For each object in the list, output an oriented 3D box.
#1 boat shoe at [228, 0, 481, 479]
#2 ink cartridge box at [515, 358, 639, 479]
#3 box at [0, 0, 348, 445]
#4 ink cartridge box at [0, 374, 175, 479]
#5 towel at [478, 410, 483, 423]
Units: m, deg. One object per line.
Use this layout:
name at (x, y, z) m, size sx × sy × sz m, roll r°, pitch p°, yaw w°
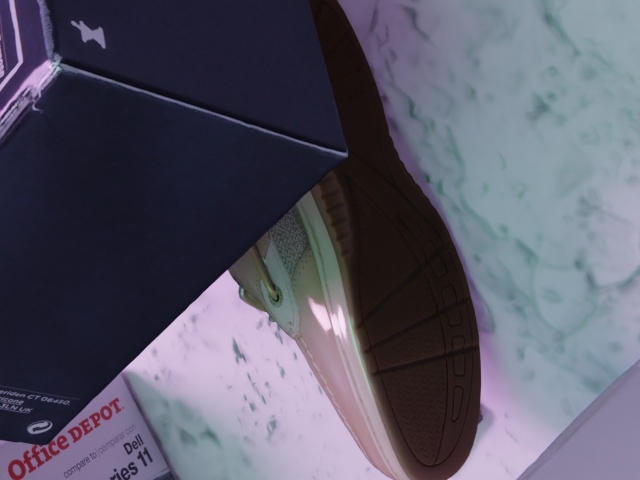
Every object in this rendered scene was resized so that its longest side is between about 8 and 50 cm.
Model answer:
boat shoe at (0.000, 0.000, 1.120) m, size 0.098 × 0.109 × 0.302 m, roll -21°, pitch 91°, yaw 42°
ink cartridge box at (0.190, 0.242, 1.035) m, size 0.198 × 0.197 × 0.270 m, roll 25°, pitch 121°, yaw 22°
box at (-0.160, -0.094, 1.055) m, size 0.294 × 0.182 × 0.296 m, roll -43°, pitch 46°, yaw 37°
ink cartridge box at (-0.154, 0.209, 1.268) m, size 0.087 × 0.153 × 0.208 m, roll -24°, pitch 96°, yaw 36°
towel at (0.054, 0.099, 1.181) m, size 0.083 × 0.009 × 0.060 m, roll 42°, pitch 126°, yaw 11°
